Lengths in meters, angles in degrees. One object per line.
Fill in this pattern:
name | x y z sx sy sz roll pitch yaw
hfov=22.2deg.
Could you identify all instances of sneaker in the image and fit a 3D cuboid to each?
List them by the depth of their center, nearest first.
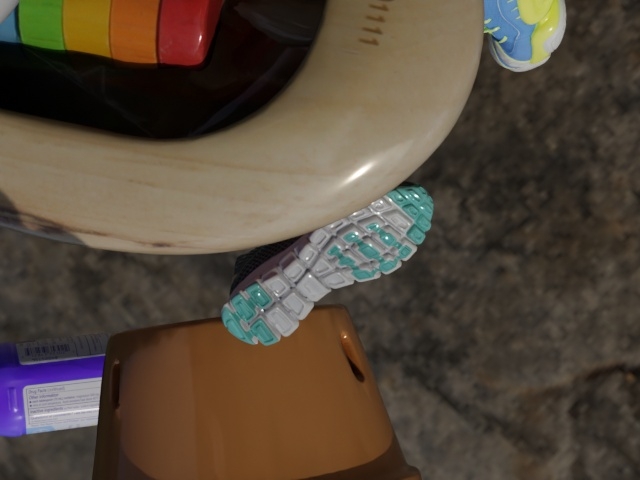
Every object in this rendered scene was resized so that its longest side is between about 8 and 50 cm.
sneaker | 0.000 0.000 1.113 0.166 0.076 0.065 -30 122 15
sneaker | 0.129 -0.206 1.265 0.240 0.126 0.091 98 160 -62

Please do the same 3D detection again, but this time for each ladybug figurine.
ladybug figurine | -0.118 -0.142 0.999 0.449 0.305 0.162 15 174 13

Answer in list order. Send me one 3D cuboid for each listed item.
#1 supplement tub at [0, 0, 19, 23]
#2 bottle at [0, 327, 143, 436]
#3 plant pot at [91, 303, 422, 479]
supplement tub | -0.154 -0.070 0.349 0.144 0.200 0.144 49 -166 -17
bottle | -0.198 0.137 1.657 0.118 0.283 0.092 -158 63 -75
plant pot | -0.065 0.164 1.340 0.291 0.291 0.203 -14 83 55
